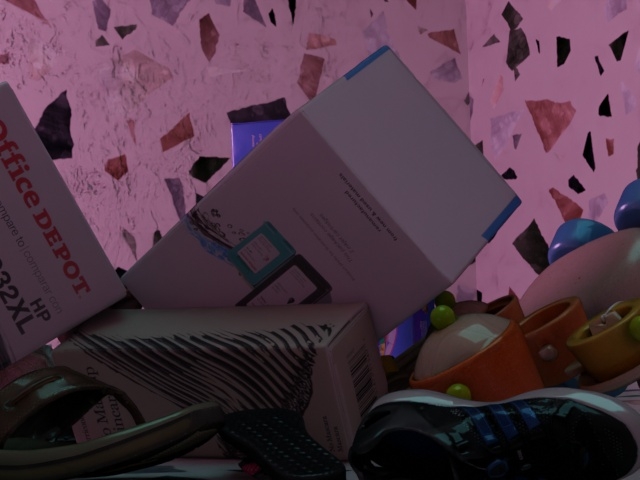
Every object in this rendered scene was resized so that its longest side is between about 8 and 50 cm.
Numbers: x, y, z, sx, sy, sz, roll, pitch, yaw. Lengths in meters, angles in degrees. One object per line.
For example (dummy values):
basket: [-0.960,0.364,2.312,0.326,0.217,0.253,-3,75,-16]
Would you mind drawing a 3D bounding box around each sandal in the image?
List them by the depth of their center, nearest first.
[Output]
sandal: [-0.032,0.164,1.202,0.067,0.040,0.179,-7,15,-18]
sandal: [-0.222,0.139,1.211,0.302,0.086,0.120,-5,-7,14]

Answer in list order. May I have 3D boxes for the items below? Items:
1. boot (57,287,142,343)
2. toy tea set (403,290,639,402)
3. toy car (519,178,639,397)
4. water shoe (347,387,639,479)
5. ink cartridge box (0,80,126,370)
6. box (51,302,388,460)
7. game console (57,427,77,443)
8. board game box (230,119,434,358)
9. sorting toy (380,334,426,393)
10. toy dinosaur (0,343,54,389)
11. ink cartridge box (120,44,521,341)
boot: [-0.222,0.104,1.629,0.082,0.106,0.219,-11,-5,9]
toy tea set: [0.136,0.082,1.317,0.200,0.124,0.336,-33,6,-15]
toy car: [0.322,0.108,1.541,0.238,0.219,0.210,37,-34,-12]
water shoe: [0.118,0.147,1.074,0.203,0.073,0.080,-2,25,27]
ink cartridge box: [-0.362,0.029,1.414,0.307,0.223,0.129,-31,8,-17]
box: [-0.086,0.121,1.380,0.275,0.113,0.094,-4,20,27]
game console: [-0.250,0.191,1.583,0.122,0.071,0.107,-2,-32,5]
board game box: [0.015,0.024,1.944,0.233,0.347,0.078,-2,-2,23]
sorting toy: [0.083,0.122,1.621,0.229,0.041,0.307,-34,-14,21]
toy dinosaur: [-0.248,0.157,1.722,0.313,0.121,0.160,12,-1,-23]
ink cartridge box: [0.000,0.000,1.459,0.270,0.197,0.198,-40,1,34]
